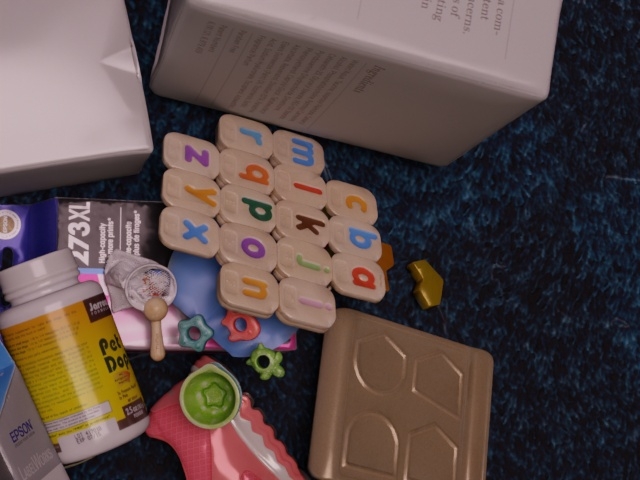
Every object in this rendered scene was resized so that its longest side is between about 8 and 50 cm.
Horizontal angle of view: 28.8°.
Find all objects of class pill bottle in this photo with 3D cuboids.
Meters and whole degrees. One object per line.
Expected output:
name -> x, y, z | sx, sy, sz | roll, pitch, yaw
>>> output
pill bottle -> -0.270, 0.121, 1.332 | 0.117, 0.117, 0.215 | -21, 92, -18

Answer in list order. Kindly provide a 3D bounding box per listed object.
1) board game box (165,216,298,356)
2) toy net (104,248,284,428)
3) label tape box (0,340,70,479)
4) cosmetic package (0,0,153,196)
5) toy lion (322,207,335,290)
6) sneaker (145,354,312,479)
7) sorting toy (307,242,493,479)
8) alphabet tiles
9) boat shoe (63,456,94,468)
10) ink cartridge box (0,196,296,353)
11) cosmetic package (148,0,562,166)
board game box -> -0.096, 0.055, 1.436 | 0.169, 0.033, 0.133 | 41, 73, 2
toy net -> -0.151, 0.091, 1.376 | 0.122, 0.045, 0.232 | -42, 84, 9
label tape box -> -0.388, 0.276, 1.266 | 0.249, 0.115, 0.347 | -23, 95, 13
cosmetic package -> -0.397, -0.156, 1.387 | 0.385, 0.156, 0.217 | -8, 83, -18
toy lion -> 0.000, 0.000, 1.528 | 0.096, 0.034, 0.100 | 40, 90, 15
sneaker -> -0.084, 0.290, 1.437 | 0.136, 0.116, 0.314 | -36, 85, -8
sorting toy -> 0.103, 0.164, 1.525 | 0.229, 0.041, 0.307 | 17, 65, -21
alphabet tiles -> -0.056, -0.024, 1.444 | 0.278, 0.021, 0.284 | 15, 47, -22
boat shoe -> -0.346, 0.220, 1.377 | 0.224, 0.073, 0.080 | 2, 82, -14
ink cartridge box -> -0.211, 0.043, 1.455 | 0.371, 0.069, 0.175 | 1, 81, -13
cosmetic package -> 0.042, -0.312, 1.424 | 0.394, 0.327, 0.329 | 14, 76, -12
